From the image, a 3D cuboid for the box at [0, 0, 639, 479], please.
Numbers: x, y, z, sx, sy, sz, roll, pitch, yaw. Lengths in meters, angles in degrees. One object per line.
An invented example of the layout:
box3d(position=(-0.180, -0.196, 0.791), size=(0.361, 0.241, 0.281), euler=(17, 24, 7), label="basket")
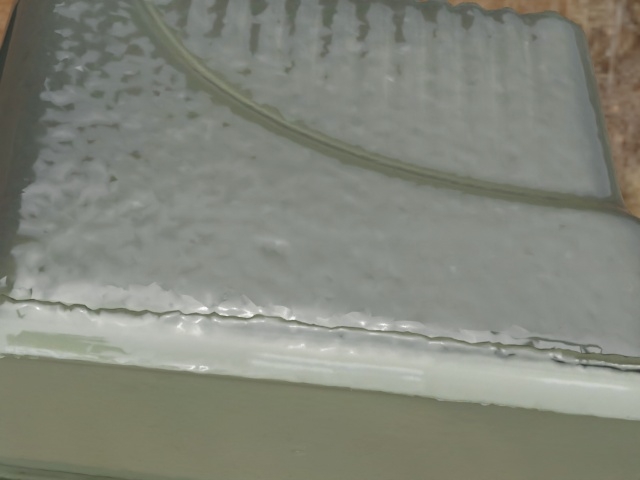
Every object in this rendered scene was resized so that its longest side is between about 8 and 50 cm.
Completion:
box3d(position=(0.000, 0.000, 0.475), size=(0.274, 0.138, 0.178), euler=(7, 58, -8), label="box")
